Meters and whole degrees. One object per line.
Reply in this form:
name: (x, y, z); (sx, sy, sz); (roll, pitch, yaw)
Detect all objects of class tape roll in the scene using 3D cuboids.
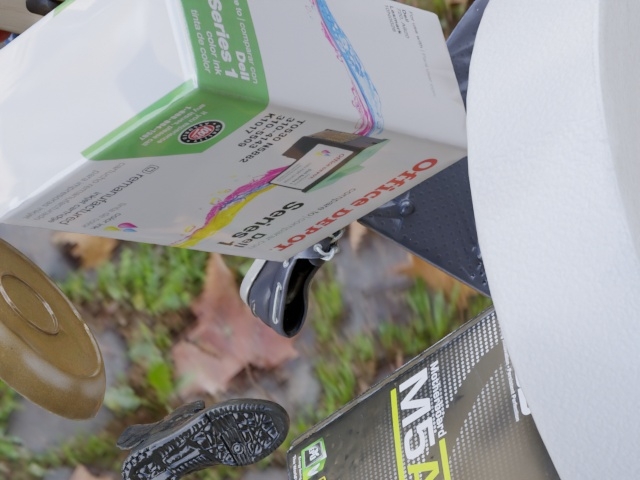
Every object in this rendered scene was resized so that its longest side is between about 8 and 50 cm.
tape roll: (0.208, 0.029, 0.879); (0.072, 0.392, 0.392); (-25, 71, 32)

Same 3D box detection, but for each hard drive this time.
hard drive: (0.155, -0.085, 1.749); (0.172, 0.054, 0.254); (30, 77, -3)

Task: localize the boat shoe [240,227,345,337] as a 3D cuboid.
boat shoe: (0.000, 0.000, 1.672); (0.065, 0.075, 0.206); (53, 127, 32)

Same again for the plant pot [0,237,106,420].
plant pot: (-0.277, 0.066, 1.739); (0.032, 0.236, 0.236); (-42, 74, 12)

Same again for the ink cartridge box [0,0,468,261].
ink cartridge box: (-0.062, -0.085, 1.282); (0.201, 0.278, 0.117); (-30, 65, 35)

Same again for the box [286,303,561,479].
box: (0.063, 0.142, 0.914); (0.184, 0.045, 0.190); (-38, 41, 34)

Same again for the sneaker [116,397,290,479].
sneaker: (-0.088, 0.145, 1.425); (0.170, 0.089, 0.051); (-24, 100, 23)

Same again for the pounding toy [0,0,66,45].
pounding toy: (-0.328, -0.235, 1.803); (0.206, 0.181, 0.094); (12, 91, 53)
